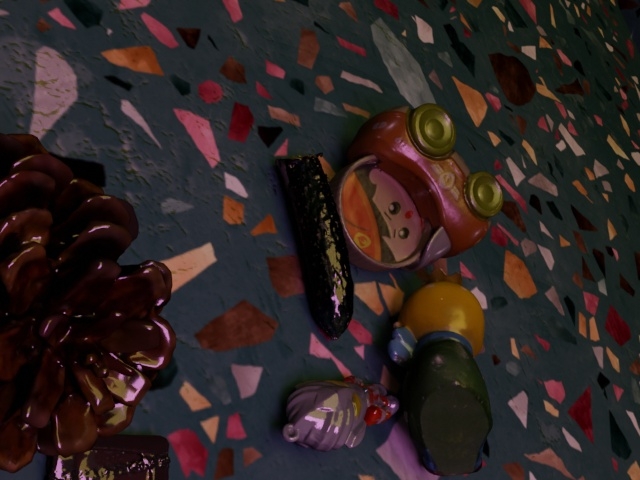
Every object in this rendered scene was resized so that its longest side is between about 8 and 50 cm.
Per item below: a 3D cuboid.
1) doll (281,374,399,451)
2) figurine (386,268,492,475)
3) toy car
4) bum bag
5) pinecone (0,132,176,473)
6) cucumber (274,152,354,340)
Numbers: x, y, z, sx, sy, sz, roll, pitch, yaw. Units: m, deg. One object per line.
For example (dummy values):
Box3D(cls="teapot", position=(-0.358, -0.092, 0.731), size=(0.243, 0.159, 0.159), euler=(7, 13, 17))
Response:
Box3D(cls="doll", position=(0.021, 0.185, 0.800), size=(0.180, 0.079, 0.094), euler=(-3, 41, -51))
Box3D(cls="figurine", position=(0.155, 0.159, 0.915), size=(0.234, 0.127, 0.185), euler=(-96, 171, -61))
Box3D(cls="toy car", position=(0.105, -0.046, 0.982), size=(0.235, 0.145, 0.235), euler=(6, 78, -27))
Box3D(cls="bum bag", position=(-0.180, 0.241, 0.611), size=(0.109, 0.026, 0.159), euler=(17, 62, -36))
Box3D(cls="pinecone", position=(-0.216, 0.043, 0.503), size=(0.246, 0.292, 0.246), euler=(-15, 110, -47))
Box3D(cls="cucumber", position=(0.001, -0.002, 0.887), size=(0.067, 0.067, 0.245), euler=(3, 64, -43))
